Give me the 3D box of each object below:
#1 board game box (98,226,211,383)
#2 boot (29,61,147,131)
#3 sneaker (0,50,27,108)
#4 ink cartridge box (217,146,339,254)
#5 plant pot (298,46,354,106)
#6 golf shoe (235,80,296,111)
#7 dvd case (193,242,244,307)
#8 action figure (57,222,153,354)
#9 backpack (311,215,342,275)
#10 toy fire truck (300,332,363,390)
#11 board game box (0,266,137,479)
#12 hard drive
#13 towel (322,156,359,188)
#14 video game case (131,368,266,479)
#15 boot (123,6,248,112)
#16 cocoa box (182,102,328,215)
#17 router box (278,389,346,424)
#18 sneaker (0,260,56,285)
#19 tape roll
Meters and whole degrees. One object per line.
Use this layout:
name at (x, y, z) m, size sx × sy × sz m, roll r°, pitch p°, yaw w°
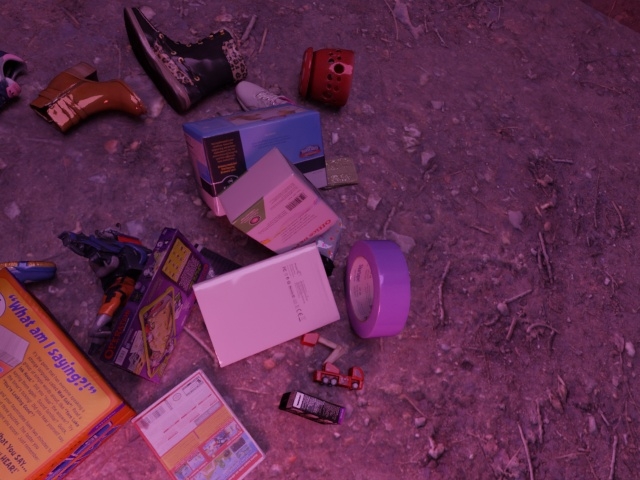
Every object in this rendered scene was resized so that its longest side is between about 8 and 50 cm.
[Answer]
board game box at (-0.399, 0.165, 1.196) m, size 0.056 × 0.208 × 0.346 m, roll 8°, pitch 63°, yaw 22°
boot at (-0.690, -0.404, 1.420) m, size 0.284 × 0.109 × 0.220 m, roll 33°, pitch 61°, yaw 1°
sneaker at (-0.937, -0.416, 1.352) m, size 0.131 × 0.112 × 0.318 m, roll 4°, pitch 68°, yaw -12°
ink cartridge box at (-0.104, -0.089, 1.287) m, size 0.201 × 0.278 × 0.117 m, roll -38°, pitch 56°, yaw 9°
plant pot at (0.018, -0.579, 1.663) m, size 0.174 × 0.191 × 0.191 m, roll 9°, pitch 65°, yaw -7°
golf shoe at (-0.152, -0.448, 1.583) m, size 0.306 × 0.140 × 0.115 m, roll 38°, pitch 64°, yaw 3°
dvd case at (-0.297, 0.125, 1.361) m, size 0.221 × 0.018 × 0.164 m, roll 27°, pitch 64°, yaw -5°
action figure at (-0.540, 0.100, 1.191) m, size 0.179 × 0.341 × 0.330 m, roll -23°, pitch 61°, yaw 19°
backpack at (0.000, 0.000, 1.447) m, size 0.152 × 0.115 × 0.181 m, roll 23°, pitch 64°, yaw -6°
toy fire truck at (0.033, 0.343, 1.348) m, size 0.192 × 0.047 × 0.135 m, roll 13°, pitch 65°, yaw -10°
board game box at (-0.649, 0.343, 0.973) m, size 0.356 × 0.356 × 0.356 m, roll 46°, pitch 63°, yaw 6°
hard drive at (-0.143, 0.171, 1.310) m, size 0.353 × 0.047 × 0.232 m, roll -19°, pitch 96°, yaw -17°
towel at (0.054, -0.232, 1.612) m, size 0.148 × 0.027 × 0.110 m, roll -12°, pitch 71°, yaw -21°
video game case at (-0.303, 0.498, 1.195) m, size 0.204 × 0.025 × 0.285 m, roll -35°, pitch 81°, yaw -26°
boot at (-0.444, -0.630, 1.574) m, size 0.284 × 0.138 × 0.377 m, roll -31°, pitch 83°, yaw -24°
cocoa box at (-0.188, -0.249, 1.387) m, size 0.347 × 0.231 × 0.227 m, roll -18°, pitch 119°, yaw -22°
router box at (-0.026, 0.430, 1.219) m, size 0.133 × 0.179 × 0.046 m, roll 22°, pitch 66°, yaw -7°
sneaker at (-0.812, 0.124, 1.177) m, size 0.297 × 0.112 × 0.130 m, roll -10°, pitch 88°, yaw -18°
tape roll at (0.153, 0.135, 1.344) m, size 0.090 × 0.275 × 0.274 m, roll -1°, pitch 68°, yaw -17°
